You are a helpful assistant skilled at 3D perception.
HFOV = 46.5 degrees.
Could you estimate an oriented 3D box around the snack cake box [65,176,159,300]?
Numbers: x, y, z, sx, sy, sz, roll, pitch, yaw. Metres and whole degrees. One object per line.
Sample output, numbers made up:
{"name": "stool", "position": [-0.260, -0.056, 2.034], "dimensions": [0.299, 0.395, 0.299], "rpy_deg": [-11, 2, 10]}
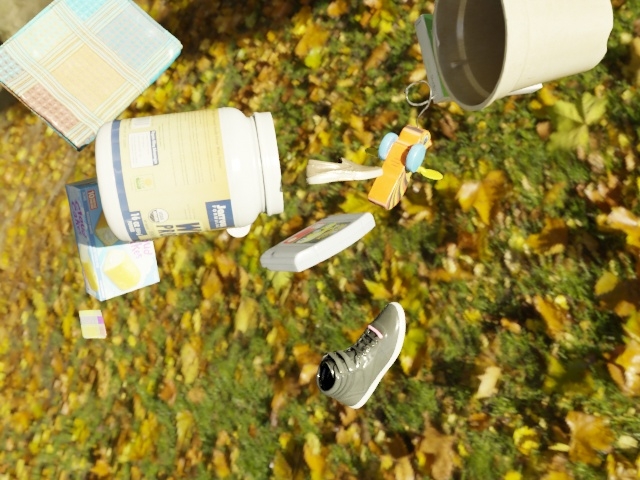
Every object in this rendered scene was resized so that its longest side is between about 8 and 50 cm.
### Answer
{"name": "snack cake box", "position": [-0.472, -0.014, 1.699], "dimensions": [0.089, 0.152, 0.264], "rpy_deg": [17, 119, 49]}

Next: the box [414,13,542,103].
{"name": "box", "position": [0.422, -0.494, 1.986], "dimensions": [0.058, 0.322, 0.232], "rpy_deg": [153, 106, -66]}

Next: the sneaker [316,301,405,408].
{"name": "sneaker", "position": [0.095, 0.277, 1.831], "dimensions": [0.104, 0.147, 0.295], "rpy_deg": [38, 104, 49]}

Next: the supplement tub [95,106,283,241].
{"name": "supplement tub", "position": [-0.237, -0.126, 1.386], "dimensions": [0.228, 0.316, 0.228], "rpy_deg": [172, 90, -85]}

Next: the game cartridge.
{"name": "game cartridge", "position": [0.000, 0.000, 2.022], "dimensions": [0.294, 0.060, 0.196], "rpy_deg": [-31, 22, -34]}

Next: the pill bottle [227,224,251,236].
{"name": "pill bottle", "position": [-0.216, -0.059, 2.038], "dimensions": [0.067, 0.067, 0.120], "rpy_deg": [-49, 10, 19]}

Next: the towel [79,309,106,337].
{"name": "towel", "position": [-0.584, 0.215, 1.906], "dimensions": [0.009, 0.060, 0.083], "rpy_deg": [-54, 47, 40]}

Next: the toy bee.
{"name": "toy bee", "position": [0.224, -0.212, 1.810], "dimensions": [0.298, 0.162, 0.195], "rpy_deg": [-48, 71, 16]}

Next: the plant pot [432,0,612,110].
{"name": "plant pot", "position": [0.464, -0.475, 1.683], "dimensions": [0.334, 0.306, 0.333], "rpy_deg": [170, 90, -73]}

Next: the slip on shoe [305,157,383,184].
{"name": "slip on shoe", "position": [0.040, -0.119, 1.244], "dimensions": [0.051, 0.135, 0.041], "rpy_deg": [-175, 79, -75]}

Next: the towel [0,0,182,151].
{"name": "towel", "position": [-0.509, -0.406, 1.639], "dimensions": [0.370, 0.271, 0.040], "rpy_deg": [-55, 13, -29]}
